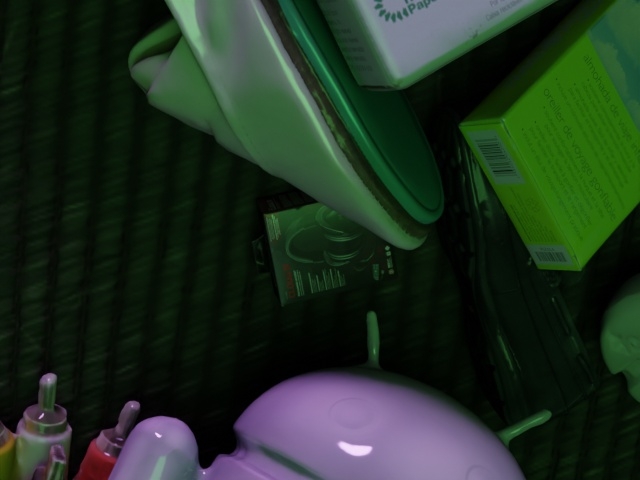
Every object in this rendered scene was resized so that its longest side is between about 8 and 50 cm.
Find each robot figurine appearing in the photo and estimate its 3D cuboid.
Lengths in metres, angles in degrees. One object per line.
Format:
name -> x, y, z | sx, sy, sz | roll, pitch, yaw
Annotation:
robot figurine -> -0.003, 0.223, 0.960 | 0.300, 0.200, 0.353 | 32, 81, -11

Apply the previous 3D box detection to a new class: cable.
cable -> -0.182, 0.216, 1.040 | 0.139, 0.072, 0.287 | 9, 120, -24

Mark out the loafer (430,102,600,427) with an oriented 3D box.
loafer -> 0.121, 0.013, 1.005 | 0.078, 0.076, 0.223 | -21, 116, -9

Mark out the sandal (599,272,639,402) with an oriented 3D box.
sandal -> 0.359, 0.138, 1.071 | 0.416, 0.169, 0.102 | 42, 59, -21

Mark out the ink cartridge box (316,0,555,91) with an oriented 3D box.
ink cartridge box -> 0.090, -0.295, 0.840 | 0.324, 0.071, 0.330 | -30, 104, -15

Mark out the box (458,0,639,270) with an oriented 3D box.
box -> 0.167, -0.079, 0.962 | 0.178, 0.042, 0.109 | -44, 115, -28

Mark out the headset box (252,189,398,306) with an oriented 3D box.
headset box -> 0.000, 0.000, 0.997 | 0.083, 0.032, 0.062 | -13, 111, -8

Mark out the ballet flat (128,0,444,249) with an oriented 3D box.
ballet flat -> -0.072, -0.156, 0.892 | 0.139, 0.139, 0.400 | -30, 108, 0
